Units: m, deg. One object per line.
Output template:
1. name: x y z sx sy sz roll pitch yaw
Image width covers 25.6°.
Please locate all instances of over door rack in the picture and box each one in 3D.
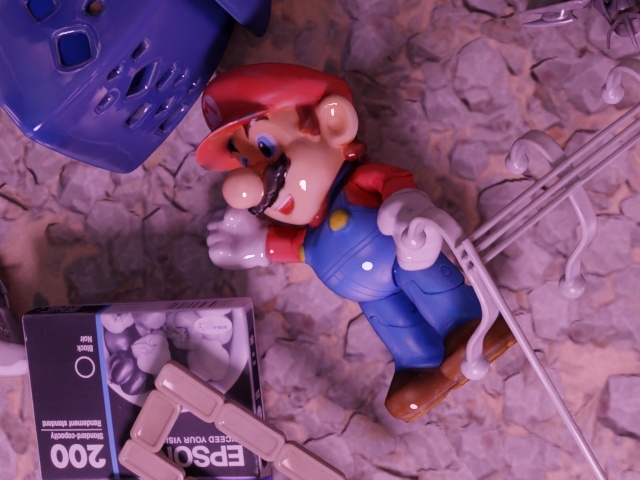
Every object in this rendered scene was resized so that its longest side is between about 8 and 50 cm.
1. over door rack: 0.234 0.060 1.046 0.239 0.108 0.324 -36 91 -23

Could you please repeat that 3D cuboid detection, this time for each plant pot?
1. plant pot: -0.183 -0.216 1.157 0.212 0.236 0.236 -40 79 5

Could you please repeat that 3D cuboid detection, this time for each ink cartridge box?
1. ink cartridge box: -0.147 0.156 1.213 0.206 0.045 0.208 -4 100 16

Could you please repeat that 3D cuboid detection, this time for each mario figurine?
1. mario figurine: 0.000 0.000 1.131 0.198 0.170 0.320 -40 81 13

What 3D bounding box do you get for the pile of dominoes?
1. pile of dominoes: -0.056 0.230 1.184 0.251 0.040 0.196 34 120 6

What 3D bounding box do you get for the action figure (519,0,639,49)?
1. action figure: 0.209 -0.287 1.115 0.185 0.099 0.285 -15 88 10

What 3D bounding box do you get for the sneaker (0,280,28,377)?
1. sneaker: -0.337 0.000 1.256 0.115 0.105 0.281 -42 79 10
